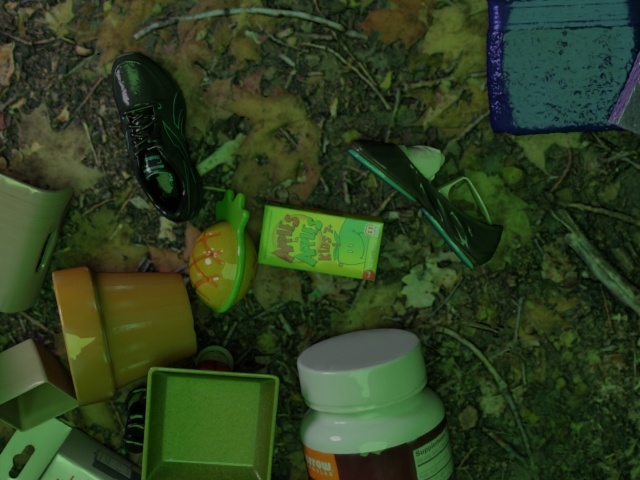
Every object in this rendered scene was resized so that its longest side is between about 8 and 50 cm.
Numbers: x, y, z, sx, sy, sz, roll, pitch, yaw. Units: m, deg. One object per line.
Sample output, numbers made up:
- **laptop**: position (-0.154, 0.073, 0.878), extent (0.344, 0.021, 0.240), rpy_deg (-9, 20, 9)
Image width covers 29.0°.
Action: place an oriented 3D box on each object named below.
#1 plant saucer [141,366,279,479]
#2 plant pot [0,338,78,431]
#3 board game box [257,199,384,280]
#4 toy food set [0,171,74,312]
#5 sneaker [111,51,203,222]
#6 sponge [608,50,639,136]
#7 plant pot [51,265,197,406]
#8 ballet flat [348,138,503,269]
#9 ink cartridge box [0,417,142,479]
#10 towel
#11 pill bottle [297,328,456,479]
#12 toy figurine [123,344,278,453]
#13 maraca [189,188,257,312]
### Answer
- **plant saucer**: position (-0.161, 0.270, 1.807), extent (0.188, 0.045, 0.189), rpy_deg (4, 106, -4)
- **plant pot**: position (-0.451, 0.218, 1.912), extent (0.109, 0.109, 0.096), rpy_deg (-26, 58, 7)
- **board game box**: position (0.000, 0.000, 1.886), extent (0.181, 0.043, 0.092), rpy_deg (9, 103, 0)
- **toy food set**: position (-0.549, -0.044, 1.881), extent (0.306, 0.092, 0.220), rpy_deg (24, 114, -2)
- **sneaker**: position (-0.240, -0.150, 1.829), extent (0.101, 0.106, 0.267), rpy_deg (-20, 100, 7)
- **sponge**: position (0.522, -0.188, 1.787), extent (0.210, 0.031, 0.117), rpy_deg (19, 96, -25)
- **plant pot**: position (-0.289, 0.128, 1.858), extent (0.187, 0.205, 0.205), rpy_deg (-12, 103, -11)
- **ballet flat**: position (0.166, -0.077, 1.845), extent (0.280, 0.095, 0.096), rpy_deg (43, 91, -18)
- **ink cartridge box**: position (-0.367, 0.445, 1.960), extent (0.353, 0.119, 0.207), rpy_deg (33, 102, -5)
- **towel**: position (0.353, -0.310, 1.794), extent (0.227, 0.076, 0.308), rpy_deg (-1, 103, 9)
- **pill bottle**: position (0.091, 0.347, 1.869), extent (0.224, 0.224, 0.392), rpy_deg (-10, 102, 4)
- **toy figurine**: position (-0.185, 0.291, 1.913), extent (0.213, 0.148, 0.210), rpy_deg (-33, 106, 6)
- **maraca**: position (-0.143, 0.017, 1.860), extent (0.099, 0.127, 0.186), rpy_deg (7, 97, -33)
